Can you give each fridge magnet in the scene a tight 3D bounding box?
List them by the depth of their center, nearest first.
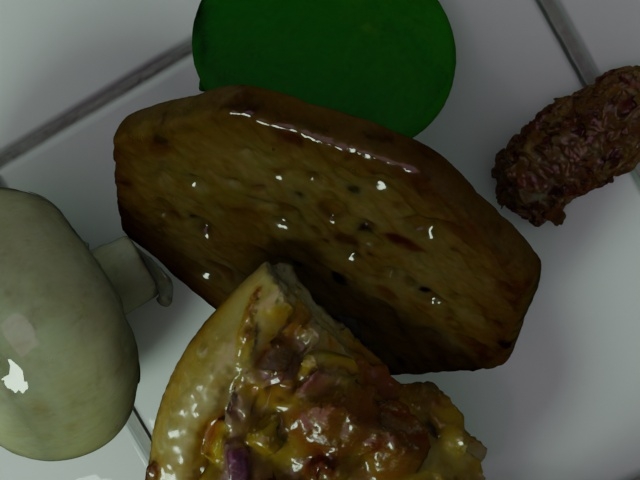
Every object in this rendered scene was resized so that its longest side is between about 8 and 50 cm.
[{"bbox_3d":[0.003,-0.148,1.330,0.208,0.208,0.088,26,151,7],"label":"fridge magnet"}]

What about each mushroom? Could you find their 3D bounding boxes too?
[{"bbox_3d":[-0.226,0.063,1.418,0.202,0.246,0.246,-24,97,-22],"label":"mushroom"}]

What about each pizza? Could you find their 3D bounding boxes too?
[{"bbox_3d":[-0.002,0.210,1.358,0.278,0.114,0.408,0,110,-9],"label":"pizza"}]

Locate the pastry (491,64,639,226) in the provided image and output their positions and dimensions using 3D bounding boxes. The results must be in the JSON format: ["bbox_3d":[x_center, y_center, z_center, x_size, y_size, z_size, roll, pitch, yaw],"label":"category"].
[{"bbox_3d":[0.206,-0.074,1.347,0.169,0.063,0.087,-39,93,17],"label":"pastry"}]

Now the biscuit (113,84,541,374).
[{"bbox_3d":[0.000,0.000,1.315,0.359,0.046,0.359,19,150,11],"label":"biscuit"}]
